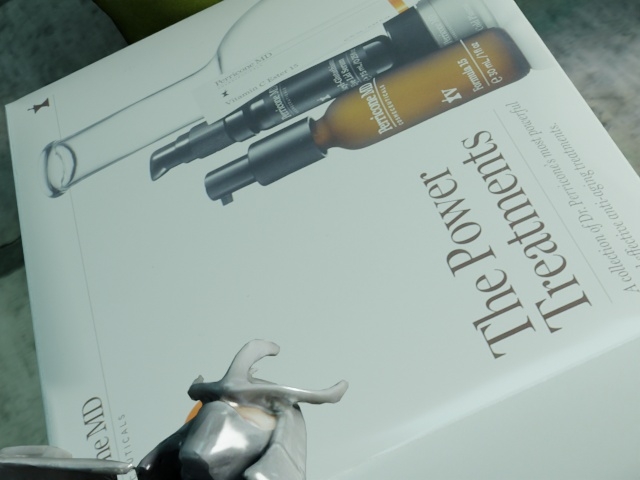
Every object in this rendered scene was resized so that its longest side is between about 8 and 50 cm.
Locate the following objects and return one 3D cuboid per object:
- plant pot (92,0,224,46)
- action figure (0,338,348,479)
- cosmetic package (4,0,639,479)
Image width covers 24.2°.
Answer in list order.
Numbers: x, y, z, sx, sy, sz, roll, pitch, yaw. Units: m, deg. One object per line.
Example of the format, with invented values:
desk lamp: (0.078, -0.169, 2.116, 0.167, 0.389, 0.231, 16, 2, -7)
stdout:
plant pot: (-0.079, -0.299, 0.907, 0.366, 0.353, 0.366, -16, 40, 14)
action figure: (-0.060, 0.117, 0.287, 0.185, 0.099, 0.285, -4, 37, 31)
cosmetic package: (0.000, 0.000, 0.742, 0.284, 0.097, 0.377, -27, 39, 4)
